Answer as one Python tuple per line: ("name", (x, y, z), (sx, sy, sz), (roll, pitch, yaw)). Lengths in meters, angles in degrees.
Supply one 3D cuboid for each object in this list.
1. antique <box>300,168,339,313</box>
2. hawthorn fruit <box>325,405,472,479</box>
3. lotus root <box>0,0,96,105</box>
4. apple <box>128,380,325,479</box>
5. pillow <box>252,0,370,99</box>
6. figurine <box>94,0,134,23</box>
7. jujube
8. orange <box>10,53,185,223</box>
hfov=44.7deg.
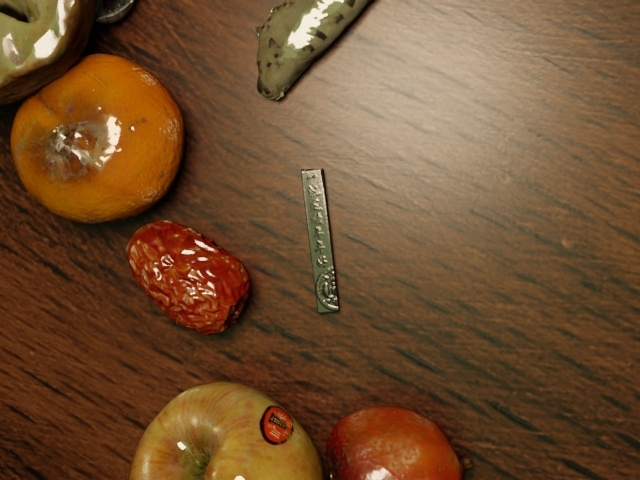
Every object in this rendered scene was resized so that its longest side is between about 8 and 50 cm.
("antique", (0.000, 0.000, 1.028), (0.031, 0.015, 0.192), (-7, 93, 12))
("hawthorn fruit", (0.099, 0.285, 0.959), (0.188, 0.169, 0.169), (-11, 92, -7))
("lotus root", (-0.453, -0.326, 0.895), (0.375, 0.111, 0.390), (-38, 92, 4))
("apple", (-0.114, 0.306, 0.963), (0.260, 0.194, 0.261), (-17, 49, 21))
("pillow", (-0.011, -0.290, 0.992), (0.241, 0.051, 0.093), (-45, 85, 14))
("figurine", (-0.290, -0.332, 1.036), (0.086, 0.094, 0.082), (-4, 135, 39))
("jujube", (-0.176, 0.046, 1.028), (0.176, 0.109, 0.112), (35, 64, 15))
("orange", (-0.287, -0.130, 1.000), (0.224, 0.170, 0.224), (1, 96, 10))
